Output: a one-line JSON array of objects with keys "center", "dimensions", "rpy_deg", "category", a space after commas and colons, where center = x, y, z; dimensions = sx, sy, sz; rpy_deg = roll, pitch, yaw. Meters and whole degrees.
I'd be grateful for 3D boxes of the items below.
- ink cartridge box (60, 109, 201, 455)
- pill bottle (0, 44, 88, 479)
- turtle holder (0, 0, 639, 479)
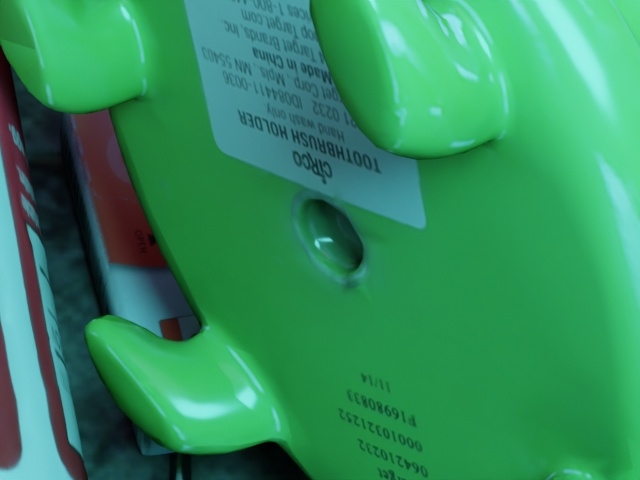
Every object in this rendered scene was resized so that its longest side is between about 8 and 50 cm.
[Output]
[{"center": [0.000, 0.000, 0.761], "dimensions": [0.179, 0.045, 0.145], "rpy_deg": [-11, 58, -12], "category": "ink cartridge box"}, {"center": [-0.193, 0.028, 0.578], "dimensions": [0.229, 0.229, 0.408], "rpy_deg": [-8, 70, -14], "category": "pill bottle"}, {"center": [0.076, -0.012, 0.584], "dimensions": [0.227, 0.243, 0.320], "rpy_deg": [-34, 98, -31], "category": "turtle holder"}]
